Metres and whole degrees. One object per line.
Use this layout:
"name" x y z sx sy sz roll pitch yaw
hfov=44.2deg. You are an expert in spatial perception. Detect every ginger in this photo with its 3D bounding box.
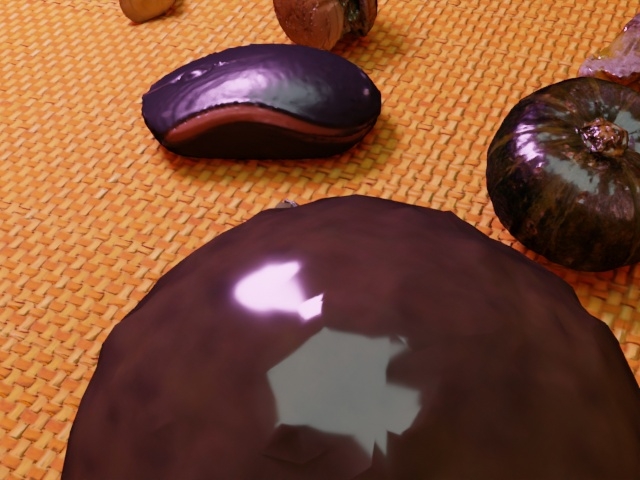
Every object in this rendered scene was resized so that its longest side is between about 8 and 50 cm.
"ginger" -0.300 -0.478 1.335 0.109 0.116 0.263 -36 45 29

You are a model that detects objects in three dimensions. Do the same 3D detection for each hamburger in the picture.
"hamburger" 0.006 -0.363 1.150 0.131 0.185 0.159 -24 65 -21

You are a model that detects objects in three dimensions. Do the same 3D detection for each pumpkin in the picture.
"pumpkin" 0.289 -0.071 0.861 0.223 0.157 0.224 1 64 -1

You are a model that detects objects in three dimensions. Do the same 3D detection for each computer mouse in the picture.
"computer mouse" -0.081 -0.191 1.037 0.323 0.116 0.183 0 42 6

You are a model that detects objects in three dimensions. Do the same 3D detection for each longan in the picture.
"longan" 0.028 0.164 0.526 0.390 0.391 0.391 -3 47 3

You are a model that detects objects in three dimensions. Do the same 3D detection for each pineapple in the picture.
"pineapple" 0.444 -0.223 1.018 0.236 0.115 0.186 4 48 13

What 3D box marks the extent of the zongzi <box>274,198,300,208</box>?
"zongzi" 0.000 0.000 0.903 0.113 0.052 0.104 15 30 -14
